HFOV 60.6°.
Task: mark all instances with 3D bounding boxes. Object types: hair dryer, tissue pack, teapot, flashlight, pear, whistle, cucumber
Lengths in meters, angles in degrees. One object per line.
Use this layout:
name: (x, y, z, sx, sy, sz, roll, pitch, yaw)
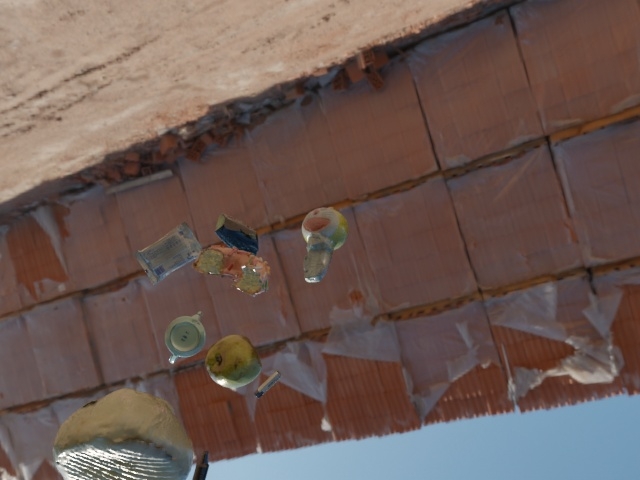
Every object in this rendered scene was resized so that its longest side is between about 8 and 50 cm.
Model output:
hair dryer: (-0.311, 0.623, 1.305, 0.070, 0.248, 0.114, 15, 169, -18)
tissue pack: (-0.484, 0.041, 1.761, 0.193, 0.123, 0.026, -33, -171, -11)
teapot: (-0.541, 0.389, 2.205, 0.158, 0.232, 0.159, 28, 168, 6)
flashlight: (-0.134, 0.366, 1.394, 0.083, 0.018, 0.018, -44, -156, 1)
pear: (-0.317, 0.442, 2.001, 0.199, 0.200, 0.200, -15, -179, 0)
whistle: (0.000, 0.000, 1.365, 0.122, 0.223, 0.123, 11, 146, 8)
cucumber: (-0.300, -0.023, 2.042, 0.193, 0.116, 0.085, 34, 151, -33)

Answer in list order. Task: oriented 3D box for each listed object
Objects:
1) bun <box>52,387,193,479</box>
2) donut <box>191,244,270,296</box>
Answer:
bun: (-0.333, 0.350, 0.945, 0.238, 0.239, 0.141, -14, -144, 16)
donut: (-0.166, 0.056, 1.122, 0.166, 0.065, 0.117, 21, -169, 16)
